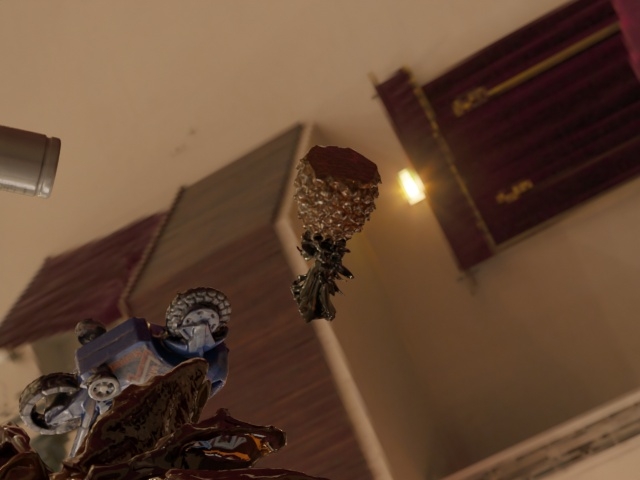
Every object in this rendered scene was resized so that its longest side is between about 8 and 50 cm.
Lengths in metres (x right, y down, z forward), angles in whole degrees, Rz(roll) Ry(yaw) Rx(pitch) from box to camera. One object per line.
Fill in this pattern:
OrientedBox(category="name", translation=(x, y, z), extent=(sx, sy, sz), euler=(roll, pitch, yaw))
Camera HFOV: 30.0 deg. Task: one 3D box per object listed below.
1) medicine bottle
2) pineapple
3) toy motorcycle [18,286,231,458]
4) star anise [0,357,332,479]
OrientedBox(category="medicine bottle", translation=(-0.284, -0.074, 1.075), extent=(0.091, 0.058, 0.058), euler=(12, -146, -17))
OrientedBox(category="pineapple", translation=(0.000, 0.000, 0.766), extent=(0.058, 0.058, 0.124), euler=(-100, 22, -54))
OrientedBox(category="toy motorcycle", translation=(-0.153, 0.116, 1.017), extent=(0.114, 0.205, 0.076), euler=(54, -173, -42))
OrientedBox(category="star anise", translation=(-0.116, 0.134, 0.547), extent=(0.288, 0.288, 0.088), euler=(-70, -34, -73))
